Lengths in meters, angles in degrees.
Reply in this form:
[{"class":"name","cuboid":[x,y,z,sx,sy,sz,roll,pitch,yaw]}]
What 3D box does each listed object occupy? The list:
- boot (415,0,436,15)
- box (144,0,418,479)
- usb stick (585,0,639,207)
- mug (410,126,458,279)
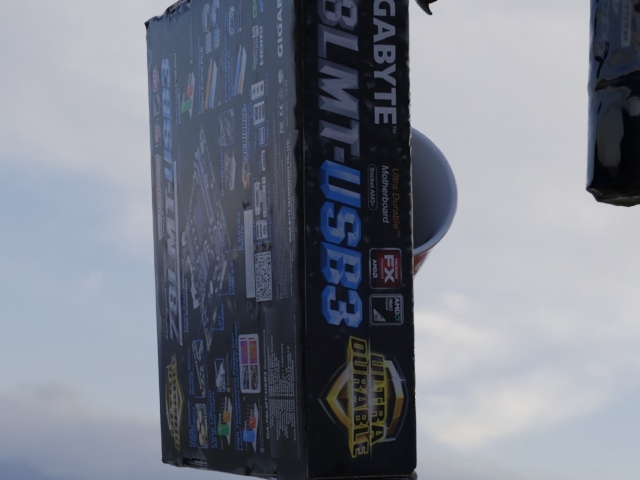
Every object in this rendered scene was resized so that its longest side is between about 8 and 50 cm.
[{"class":"boot","cuboid":[0.111,-0.297,1.624,0.137,0.198,0.077,51,-9,-33]},{"class":"box","cuboid":[-0.030,-0.010,1.154,0.073,0.296,0.293,0,-4,-19]},{"class":"usb stick","cuboid":[0.205,-0.159,1.272,0.045,0.278,0.077,6,-8,-31]},{"class":"mug","cuboid":[0.007,-0.005,1.386,0.150,0.113,0.169,35,-31,9]}]
